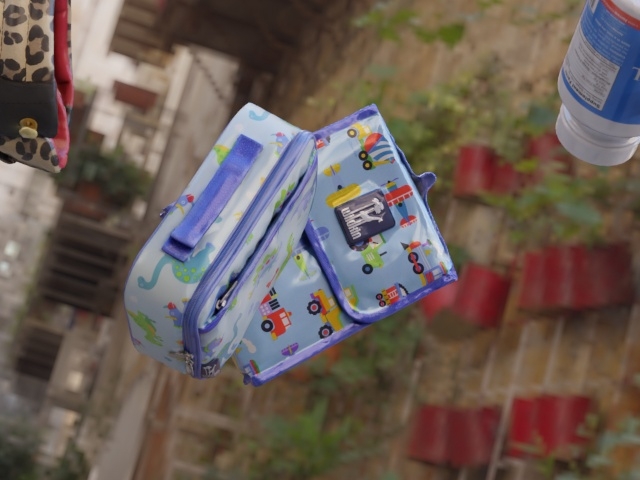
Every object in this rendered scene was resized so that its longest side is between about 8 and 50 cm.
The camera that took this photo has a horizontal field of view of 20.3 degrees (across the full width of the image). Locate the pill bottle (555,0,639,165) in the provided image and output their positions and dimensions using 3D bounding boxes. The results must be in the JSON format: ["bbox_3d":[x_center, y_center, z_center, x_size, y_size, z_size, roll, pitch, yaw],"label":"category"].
[{"bbox_3d":[0.316,-0.185,1.833,0.124,0.124,0.221,15,-42,1],"label":"pill bottle"}]

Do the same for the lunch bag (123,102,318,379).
[{"bbox_3d":[-0.082,0.002,1.531,0.090,0.219,0.176,26,-26,12],"label":"lunch bag"}]

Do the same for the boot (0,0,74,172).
[{"bbox_3d":[-0.343,-0.079,1.403,0.284,0.377,0.138,2,1,-2],"label":"boot"}]

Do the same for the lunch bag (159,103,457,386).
[{"bbox_3d":[0.000,0.000,2.000,0.293,0.221,0.138,-27,1,-8],"label":"lunch bag"}]
